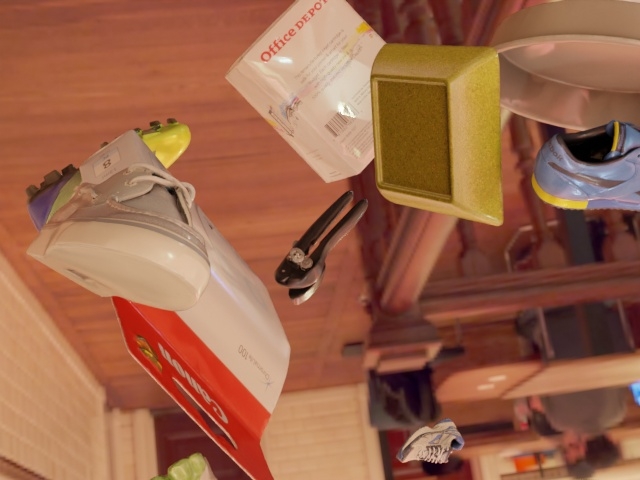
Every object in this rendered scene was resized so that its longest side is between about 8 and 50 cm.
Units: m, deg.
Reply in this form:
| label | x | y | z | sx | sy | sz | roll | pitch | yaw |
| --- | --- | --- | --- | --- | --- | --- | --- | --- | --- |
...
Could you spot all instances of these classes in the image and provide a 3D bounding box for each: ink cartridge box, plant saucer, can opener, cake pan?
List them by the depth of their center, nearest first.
| label | x | y | z | sx | sy | sz | roll | pitch | yaw |
| --- | --- | --- | --- | --- | --- | --- | --- | --- | --- |
| cake pan | 0.310 | -0.184 | 1.121 | 0.293 | 0.054 | 0.293 | 11 | 170 | 2 |
| plant saucer | 0.114 | -0.116 | 1.124 | 0.045 | 0.188 | 0.188 | -14 | -162 | -33 |
| ink cartridge box | -0.128 | 0.080 | 1.162 | 0.091 | 0.385 | 0.308 | -35 | 125 | 2 |
| can opener | 0.000 | 0.000 | 1.414 | 0.059 | 0.186 | 0.073 | 29 | 154 | 10 |
| ink cartridge box | 0.006 | -0.228 | 1.517 | 0.171 | 0.232 | 0.168 | -46 | -170 | -11 |

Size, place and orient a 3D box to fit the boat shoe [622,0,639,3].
| label | x | y | z | sx | sy | sz | roll | pitch | yaw |
| --- | --- | --- | --- | --- | --- | --- | --- | --- | --- |
| boat shoe | 0.474 | -0.282 | 1.569 | 0.102 | 0.108 | 0.301 | -16 | 141 | 29 |

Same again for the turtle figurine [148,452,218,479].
| label | x | y | z | sx | sy | sz | roll | pitch | yaw |
| --- | --- | --- | --- | --- | --- | --- | --- | --- | --- |
| turtle figurine | -0.060 | 0.278 | 0.627 | 0.275 | 0.266 | 0.198 | -18 | 150 | -49 |

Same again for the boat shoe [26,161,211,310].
| label | x | y | z | sx | sy | sz | roll | pitch | yaw |
| --- | --- | --- | --- | --- | --- | --- | --- | --- | --- |
| boat shoe | -0.120 | -0.011 | 0.632 | 0.079 | 0.081 | 0.227 | 33 | 165 | -25 |

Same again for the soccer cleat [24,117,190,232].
| label | x | y | z | sx | sy | sz | roll | pitch | yaw |
| --- | --- | --- | --- | --- | --- | --- | --- | --- | --- |
| soccer cleat | -0.281 | -0.074 | 1.430 | 0.289 | 0.121 | 0.093 | -24 | -172 | 26 |

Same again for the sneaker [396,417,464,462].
| label | x | y | z | sx | sy | sz | roll | pitch | yaw |
| --- | --- | --- | --- | --- | --- | --- | --- | --- | --- |
| sneaker | 0.177 | 0.323 | 1.620 | 0.135 | 0.058 | 0.052 | -15 | 142 | -41 |

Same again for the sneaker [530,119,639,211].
| label | x | y | z | sx | sy | sz | roll | pitch | yaw |
| --- | --- | --- | --- | --- | --- | --- | --- | --- | --- |
| sneaker | 0.310 | -0.075 | 0.994 | 0.209 | 0.069 | 0.082 | -1 | 145 | -9 |
